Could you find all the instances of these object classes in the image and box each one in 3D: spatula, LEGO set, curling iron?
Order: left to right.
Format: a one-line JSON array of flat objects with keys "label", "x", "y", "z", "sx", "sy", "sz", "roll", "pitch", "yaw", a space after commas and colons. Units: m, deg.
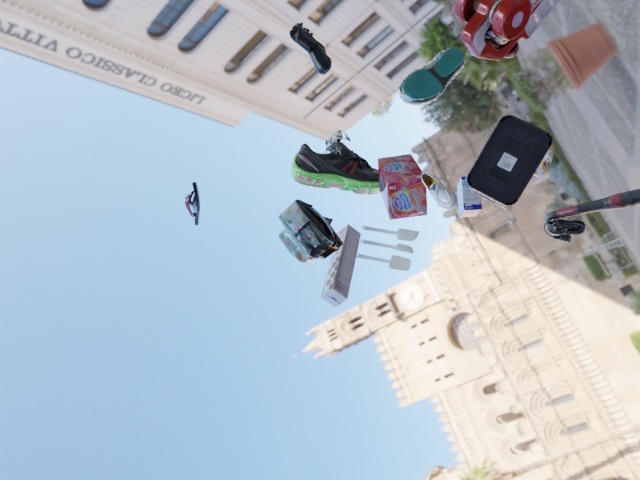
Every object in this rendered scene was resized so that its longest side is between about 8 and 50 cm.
[{"label": "LEGO set", "x": 0.048, "y": -0.276, "z": 1.358, "sx": 0.054, "sy": 0.083, "sz": 0.023, "roll": 33, "pitch": -155, "yaw": -16}, {"label": "spatula", "x": 0.254, "y": 0.024, "z": 1.853, "sx": 0.019, "sy": 0.242, "sz": 0.168, "roll": 31, "pitch": -108, "yaw": -59}, {"label": "curling iron", "x": 0.559, "y": -0.064, "z": 0.873, "sx": 0.068, "sy": 0.274, "sz": 0.035, "roll": 55, "pitch": -151, "yaw": -24}]

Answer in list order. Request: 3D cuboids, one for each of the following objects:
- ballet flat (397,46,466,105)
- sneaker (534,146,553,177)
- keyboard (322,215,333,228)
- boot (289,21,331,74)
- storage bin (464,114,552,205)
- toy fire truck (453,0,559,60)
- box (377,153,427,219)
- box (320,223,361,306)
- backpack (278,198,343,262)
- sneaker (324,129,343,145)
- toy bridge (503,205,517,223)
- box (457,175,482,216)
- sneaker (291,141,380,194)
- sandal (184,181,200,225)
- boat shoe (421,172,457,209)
[{"label": "ballet flat", "x": 0.436, "y": -0.622, "z": 1.866, "sx": 0.409, "sy": 0.147, "sz": 0.147, "roll": -41, "pitch": -82, "yaw": -27}, {"label": "sneaker", "x": 0.751, "y": -0.305, "z": 1.598, "sx": 0.084, "sy": 0.083, "sz": 0.215, "roll": 37, "pitch": 172, "yaw": 29}, {"label": "keyboard", "x": 0.000, "y": 0.000, "z": 1.872, "sx": 0.038, "sy": 0.192, "sz": 0.100, "roll": 29, "pitch": 175, "yaw": -39}, {"label": "boot", "x": -0.025, "y": -0.474, "z": 1.157, "sx": 0.099, "sy": 0.045, "sz": 0.121, "roll": 26, "pitch": -140, "yaw": -44}, {"label": "storage bin", "x": 0.424, "y": -0.178, "z": 1.075, "sx": 0.122, "sy": 0.180, "sz": 0.084, "roll": 30, "pitch": -173, "yaw": 10}, {"label": "toy fire truck", "x": 0.501, "y": -0.596, "z": 1.203, "sx": 0.254, "sy": 0.302, "sz": 0.169, "roll": 21, "pitch": -160, "yaw": -49}, {"label": "box", "x": 0.261, "y": -0.180, "z": 1.526, "sx": 0.257, "sy": 0.123, "sz": 0.128, "roll": -91, "pitch": -6, "yaw": -63}, {"label": "box", "x": 0.071, "y": 0.075, "z": 1.544, "sx": 0.067, "sy": 0.063, "sz": 0.324, "roll": 37, "pitch": -141, "yaw": -18}, {"label": "backpack", "x": -0.044, "y": -0.027, "z": 1.423, "sx": 0.188, "sy": 0.144, "sz": 0.166, "roll": 57, "pitch": -166, "yaw": 10}, {"label": "sneaker", "x": 0.058, "y": -0.438, "z": 2.054, "sx": 0.040, "sy": 0.109, "sz": 0.043, "roll": -14, "pitch": -101, "yaw": -38}, {"label": "toy bridge", "x": 0.683, "y": -0.130, "z": 1.741, "sx": 0.188, "sy": 0.026, "sz": 0.063, "roll": 50, "pitch": -173, "yaw": -21}, {"label": "box", "x": 0.591, "y": -0.173, "z": 1.870, "sx": 0.126, "sy": 0.072, "sz": 0.137, "roll": 53, "pitch": -145, "yaw": -77}, {"label": "sneaker", "x": 0.124, "y": -0.309, "z": 1.973, "sx": 0.483, "sy": 0.185, "sz": 0.202, "roll": 8, "pitch": -94, "yaw": -11}, {"label": "sandal", "x": -0.363, "y": -0.097, "z": 1.327, "sx": 0.040, "sy": 0.179, "sz": 0.067, "roll": -3, "pitch": -118, "yaw": -18}, {"label": "boat shoe", "x": 0.229, "y": -0.099, "z": 0.922, "sx": 0.035, "sy": 0.035, "sz": 0.100, "roll": 21, "pitch": -148, "yaw": -43}]
